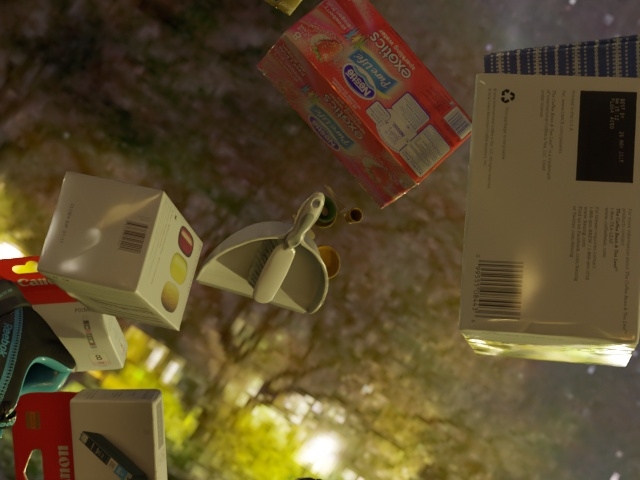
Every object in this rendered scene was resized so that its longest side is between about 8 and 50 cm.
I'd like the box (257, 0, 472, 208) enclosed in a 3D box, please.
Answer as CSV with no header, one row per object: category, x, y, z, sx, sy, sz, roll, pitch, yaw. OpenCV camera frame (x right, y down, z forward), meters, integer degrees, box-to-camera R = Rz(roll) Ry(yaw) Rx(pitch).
box,0.068,-0.218,1.973,0.300,0.154,0.142,48,-26,-3

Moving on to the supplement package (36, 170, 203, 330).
supplement package,-0.256,0.019,1.703,0.134,0.139,0.244,12,-13,10

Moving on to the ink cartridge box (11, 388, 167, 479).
ink cartridge box,-0.379,0.388,2.087,0.261,0.296,0.066,-1,11,8

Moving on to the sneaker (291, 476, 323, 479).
sneaker,-0.026,0.426,1.815,0.147,0.129,0.330,-17,-29,13

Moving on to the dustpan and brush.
dustpan and brush,-0.041,0.010,1.429,0.147,0.211,0.060,17,37,-15

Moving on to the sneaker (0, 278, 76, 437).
sneaker,-0.394,0.161,1.364,0.140,0.341,0.125,43,-50,5

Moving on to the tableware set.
tableware set,0.000,0.000,1.798,0.104,0.154,0.024,51,-29,-11

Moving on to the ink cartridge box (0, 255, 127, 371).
ink cartridge box,-0.430,0.122,2.062,0.189,0.066,0.232,-5,-40,10

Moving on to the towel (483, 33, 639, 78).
towel,0.421,-0.204,2.119,0.336,0.243,0.040,0,7,40

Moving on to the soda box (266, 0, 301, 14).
soda box,-0.049,-0.497,2.367,0.058,0.181,0.061,29,-44,-18

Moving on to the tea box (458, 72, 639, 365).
tea box,0.308,-0.016,1.688,0.220,0.329,0.323,3,-11,12
